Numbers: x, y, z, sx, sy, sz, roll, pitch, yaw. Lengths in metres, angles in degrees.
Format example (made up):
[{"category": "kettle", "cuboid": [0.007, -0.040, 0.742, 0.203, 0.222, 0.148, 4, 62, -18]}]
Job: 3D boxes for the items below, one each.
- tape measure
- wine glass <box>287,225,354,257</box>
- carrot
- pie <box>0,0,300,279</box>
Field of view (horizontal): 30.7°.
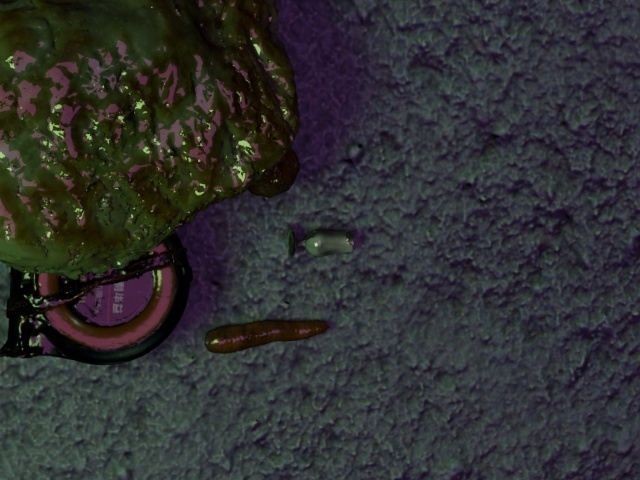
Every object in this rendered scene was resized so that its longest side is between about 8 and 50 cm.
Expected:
[{"category": "tape measure", "cuboid": [-0.265, 0.049, 1.383, 0.223, 0.135, 0.202, 1, 88, -15]}, {"category": "wine glass", "cuboid": [0.000, 0.000, 1.484, 0.083, 0.042, 0.039, -3, 137, -15]}, {"category": "carrot", "cuboid": [-0.068, 0.118, 1.486, 0.165, 0.035, 0.035, -8, 100, -14]}, {"category": "pie", "cuboid": [-0.234, -0.173, 1.270, 0.418, 0.180, 0.395, -20, 91, -30]}]
